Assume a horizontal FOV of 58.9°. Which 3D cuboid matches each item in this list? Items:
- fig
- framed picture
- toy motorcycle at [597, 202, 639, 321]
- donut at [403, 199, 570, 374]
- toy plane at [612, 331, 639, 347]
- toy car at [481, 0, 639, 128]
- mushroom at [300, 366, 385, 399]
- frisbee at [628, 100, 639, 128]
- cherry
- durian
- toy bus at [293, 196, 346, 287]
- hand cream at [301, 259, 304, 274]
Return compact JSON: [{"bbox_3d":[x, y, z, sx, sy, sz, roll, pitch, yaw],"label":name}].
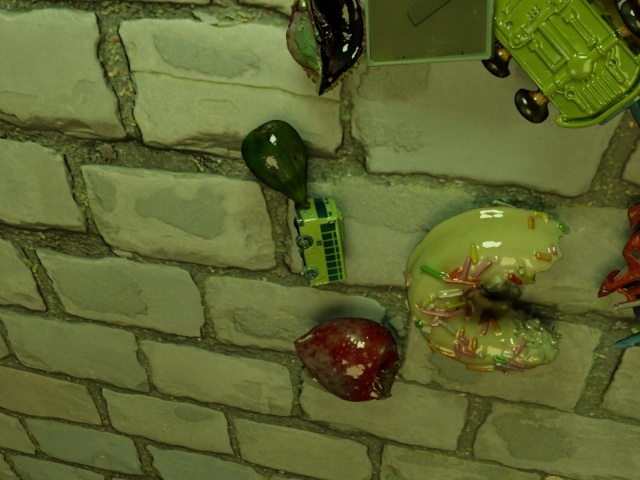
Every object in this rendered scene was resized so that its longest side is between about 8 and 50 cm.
[{"bbox_3d":[-0.069,-0.132,1.045,0.117,0.117,0.177,-22,102,30],"label":"fig"},{"bbox_3d":[0.153,-0.334,0.821,0.203,0.015,0.150,8,111,36],"label":"framed picture"},{"bbox_3d":[0.592,0.026,0.968,0.171,0.089,0.298,29,137,28],"label":"toy motorcycle"},{"bbox_3d":[0.313,0.107,1.097,0.307,0.150,0.371,0,127,18],"label":"donut"},{"bbox_3d":[0.675,0.153,1.071,0.246,0.078,0.169,-29,114,38],"label":"toy plane"},{"bbox_3d":[0.349,-0.284,0.789,0.248,0.142,0.200,54,135,0],"label":"toy car"},{"bbox_3d":[0.064,0.344,1.403,0.223,0.092,0.081,18,173,7],"label":"mushroom"},{"bbox_3d":[0.589,-0.249,0.800,0.290,0.049,0.289,10,132,12],"label":"frisbee"},{"bbox_3d":[0.058,0.259,1.276,0.250,0.175,0.192,11,143,13],"label":"cherry"},{"bbox_3d":[0.003,-0.337,0.902,0.108,0.119,0.186,22,129,51],"label":"durian"},{"bbox_3d":[0.000,0.000,1.143,0.101,0.088,0.175,-9,128,0],"label":"toy bus"},{"bbox_3d":[-0.027,0.043,1.243,0.030,0.019,0.093,9,135,8],"label":"hand cream"}]
